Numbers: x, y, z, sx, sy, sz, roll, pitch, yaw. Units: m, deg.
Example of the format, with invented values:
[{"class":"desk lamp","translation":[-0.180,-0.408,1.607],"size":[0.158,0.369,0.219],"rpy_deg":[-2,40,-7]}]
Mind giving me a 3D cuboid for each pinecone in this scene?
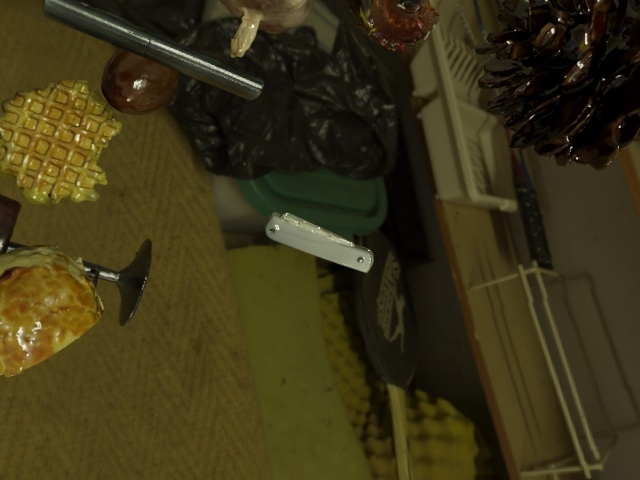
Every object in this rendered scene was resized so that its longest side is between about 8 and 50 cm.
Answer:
[{"class":"pinecone","translation":[0.169,-0.119,0.393],"size":[0.120,0.140,0.140],"rpy_deg":[30,47,-14]}]

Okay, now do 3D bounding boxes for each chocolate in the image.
[{"class":"chocolate","translation":[-0.397,-0.346,1.286],"size":[0.176,0.176,0.177],"rpy_deg":[28,52,-43]}]

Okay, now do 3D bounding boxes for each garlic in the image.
[{"class":"garlic","translation":[-0.151,-0.536,1.360],"size":[0.245,0.245,0.253],"rpy_deg":[27,87,-43]}]

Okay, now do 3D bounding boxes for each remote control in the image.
[{"class":"remote control","translation":[-0.286,-0.337,1.055],"size":[0.377,0.107,0.044],"rpy_deg":[18,87,-22]}]

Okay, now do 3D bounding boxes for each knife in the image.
[{"class":"knife","translation":[-0.001,0.003,1.373],"size":[0.265,0.073,0.041],"rpy_deg":[23,21,-8]}]

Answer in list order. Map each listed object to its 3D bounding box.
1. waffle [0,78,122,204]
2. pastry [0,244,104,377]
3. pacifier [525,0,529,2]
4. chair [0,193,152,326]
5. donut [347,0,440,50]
[{"class":"waffle","translation":[-0.599,-0.230,1.381],"size":[0.281,0.058,0.301],"rpy_deg":[-6,83,-10]},{"class":"pastry","translation":[-0.509,0.100,0.998],"size":[0.255,0.236,0.171],"rpy_deg":[-23,112,-35]},{"class":"pacifier","translation":[0.273,-0.316,0.691],"size":[0.078,0.081,0.099],"rpy_deg":[29,85,-58]},{"class":"chair","translation":[-0.620,0.044,1.391],"size":[0.400,0.226,0.227],"rpy_deg":[20,55,-25]},{"class":"donut","translation":[0.143,-0.498,1.189],"size":[0.216,0.096,0.230],"rpy_deg":[-32,130,-18]}]
